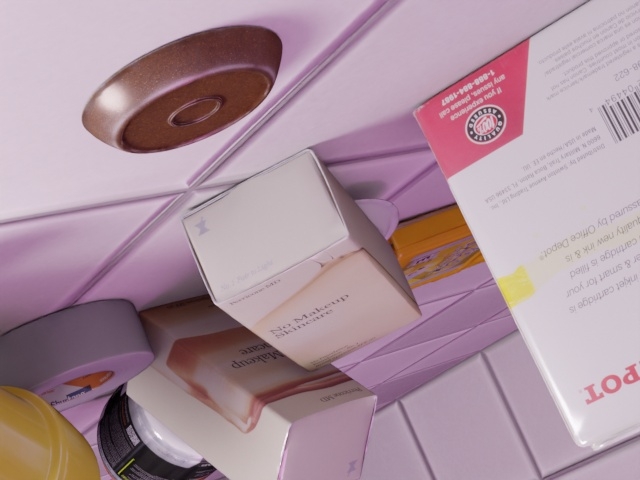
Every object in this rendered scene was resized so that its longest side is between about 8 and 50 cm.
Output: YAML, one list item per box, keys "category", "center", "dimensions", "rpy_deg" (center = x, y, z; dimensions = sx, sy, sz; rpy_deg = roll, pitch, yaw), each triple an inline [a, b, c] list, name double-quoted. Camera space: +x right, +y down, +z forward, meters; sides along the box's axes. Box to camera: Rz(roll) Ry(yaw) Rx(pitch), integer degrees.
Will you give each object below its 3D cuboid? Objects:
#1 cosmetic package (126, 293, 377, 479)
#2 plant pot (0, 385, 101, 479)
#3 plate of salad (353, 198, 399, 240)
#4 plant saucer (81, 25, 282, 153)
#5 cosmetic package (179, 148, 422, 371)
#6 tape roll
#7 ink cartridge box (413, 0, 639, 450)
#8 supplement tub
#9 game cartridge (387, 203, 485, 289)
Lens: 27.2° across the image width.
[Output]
- category: "cosmetic package"
  center: [-0.090, 0.190, 1.629]
  dimensions: [0.153, 0.296, 0.129]
  rpy_deg: [-12, 122, -43]
- category: "plant pot"
  center: [-0.390, 0.232, 1.350]
  dimensions: [0.254, 0.254, 0.239]
  rpy_deg: [-26, 135, 6]
- category: "plate of salad"
  center: [0.000, 0.000, 1.588]
  dimensions: [0.199, 0.048, 0.200]
  rpy_deg: [-20, 156, -9]
- category: "plant saucer"
  center: [-0.102, -0.110, 1.032]
  dimensions: [0.168, 0.029, 0.168]
  rpy_deg: [-23, 168, -5]
- category: "cosmetic package"
  center: [-0.011, 0.032, 1.448]
  dimensions: [0.160, 0.113, 0.309]
  rpy_deg: [-28, 156, 9]
- category: "tape roll"
  center: [-0.313, 0.149, 1.587]
  dimensions: [0.219, 0.072, 0.219]
  rpy_deg: [-22, 168, -5]
- category: "ink cartridge box"
  center: [0.310, -0.025, 1.309]
  dimensions: [0.279, 0.385, 0.160]
  rpy_deg: [-29, 166, 23]
- category: "supplement tub"
  center: [-0.219, 0.270, 1.964]
  dimensions: [0.193, 0.194, 0.316]
  rpy_deg: [-17, 165, -29]
- category: "game cartridge"
  center: [0.189, 0.009, 1.971]
  dimensions: [0.323, 0.053, 0.285]
  rpy_deg: [-17, 165, -26]
